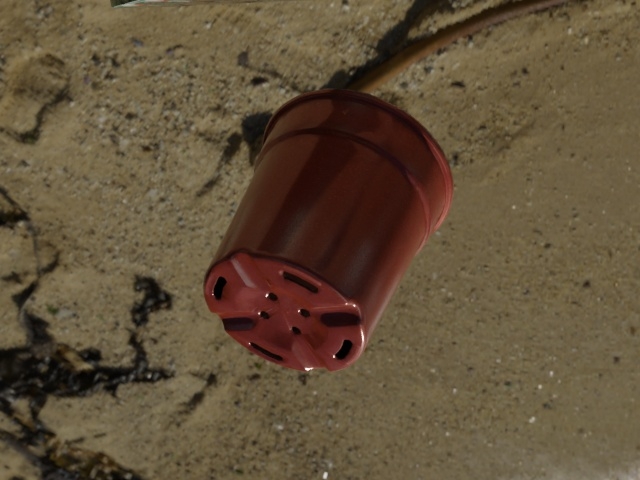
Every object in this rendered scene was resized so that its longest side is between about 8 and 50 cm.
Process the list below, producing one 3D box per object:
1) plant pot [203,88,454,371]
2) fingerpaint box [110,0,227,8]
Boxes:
[{"bbox_3d":[0.000,0.000,0.941,0.272,0.265,0.272,15,139,14],"label":"plant pot"},{"bbox_3d":[-0.050,-0.481,0.787,0.163,0.371,0.445,16,116,55],"label":"fingerpaint box"}]
